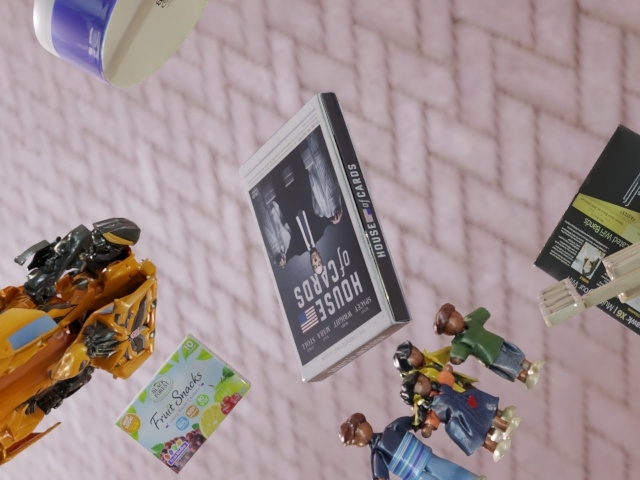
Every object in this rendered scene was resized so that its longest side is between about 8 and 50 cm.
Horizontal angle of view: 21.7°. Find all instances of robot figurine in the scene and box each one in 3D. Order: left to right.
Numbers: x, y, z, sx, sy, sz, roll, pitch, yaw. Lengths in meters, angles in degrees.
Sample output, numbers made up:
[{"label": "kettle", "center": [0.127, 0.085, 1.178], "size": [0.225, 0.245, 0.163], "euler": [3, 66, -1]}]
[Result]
[{"label": "robot figurine", "center": [-0.249, 0.104, 1.462], "size": [0.085, 0.291, 0.211], "euler": [38, 144, 25]}]

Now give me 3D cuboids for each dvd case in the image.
[{"label": "dvd case", "center": [0.000, 0.000, 1.632], "size": [0.179, 0.030, 0.238], "euler": [-39, 63, 53]}]

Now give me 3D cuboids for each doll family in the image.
[{"label": "doll family", "center": [0.089, 0.123, 1.261], "size": [0.111, 0.193, 0.076], "euler": [33, 125, 0]}]

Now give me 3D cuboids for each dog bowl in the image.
[{"label": "dog bowl", "center": [-0.227, -0.322, 2.033], "size": [0.104, 0.265, 0.265], "euler": [31, 142, 14]}]

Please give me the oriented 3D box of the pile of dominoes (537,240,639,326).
[{"label": "pile of dominoes", "center": [0.259, 0.022, 1.241], "size": [0.040, 0.196, 0.251], "euler": [64, -173, 0]}]

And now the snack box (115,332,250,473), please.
[{"label": "snack box", "center": [-0.167, 0.198, 2.032], "size": [0.100, 0.141, 0.037], "euler": [39, -177, -4]}]

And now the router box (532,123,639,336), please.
[{"label": "router box", "center": [0.485, 0.013, 2.349], "size": [0.309, 0.081, 0.243], "euler": [37, 99, 38]}]
